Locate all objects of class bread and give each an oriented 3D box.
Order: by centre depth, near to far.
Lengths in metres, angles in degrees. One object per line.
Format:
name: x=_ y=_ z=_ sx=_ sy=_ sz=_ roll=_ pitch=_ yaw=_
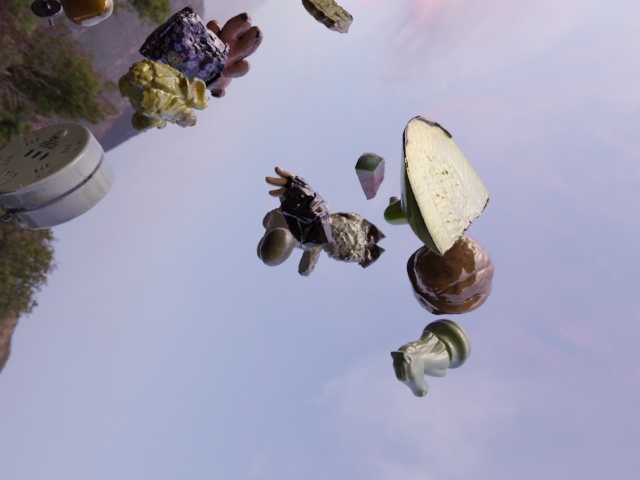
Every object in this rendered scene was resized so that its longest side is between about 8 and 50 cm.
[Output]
bread: x=0.023 y=-0.881 z=1.770 sx=0.128 sy=0.232 sz=0.088 roll=-29 pitch=157 yaw=-30

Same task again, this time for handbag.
handbag: x=-0.390 y=-0.535 z=1.333 sx=0.229 sy=0.208 sz=0.126 roll=-24 pitch=-140 yaw=27

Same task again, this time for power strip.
power strip: x=-0.828 y=-0.196 z=1.393 sx=0.358 sy=0.161 sz=0.357 roll=-7 pitch=-133 yaw=7

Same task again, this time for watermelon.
watermelon: x=0.271 y=-0.330 z=2.414 sx=0.140 sy=0.256 sz=0.193 roll=14 pitch=-132 yaw=25

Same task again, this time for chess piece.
chess piece: x=0.339 y=0.378 z=1.460 sx=0.298 sy=0.175 sz=0.176 roll=-20 pitch=-174 yaw=-41

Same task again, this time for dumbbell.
dumbbell: x=-0.658 y=-0.577 z=1.089 sx=0.147 sy=0.069 sz=0.069 roll=115 pitch=-5 yaw=-57

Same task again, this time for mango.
mango: x=-0.702 y=-0.714 z=1.378 sx=0.253 sy=0.113 sz=0.138 roll=33 pitch=-84 yaw=34
mango: x=0.394 y=-0.134 z=1.826 sx=0.293 sy=0.142 sz=0.175 roll=-16 pitch=-176 yaw=-2

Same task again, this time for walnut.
walnut: x=0.427 y=0.112 z=1.521 sx=0.285 sy=0.296 sz=0.285 roll=-1 pitch=-128 yaw=1

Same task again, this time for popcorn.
popcorn: x=-0.306 y=-0.281 z=0.877 sx=0.163 sy=0.141 sz=0.135 roll=-23 pitch=-112 yaw=14

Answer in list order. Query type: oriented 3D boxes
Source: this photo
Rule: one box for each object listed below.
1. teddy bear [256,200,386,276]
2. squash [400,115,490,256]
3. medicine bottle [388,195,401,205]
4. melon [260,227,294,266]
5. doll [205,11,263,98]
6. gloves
teddy bear: x=0.000 y=0.000 z=1.802 sx=0.375 sy=0.362 sz=0.327 roll=-24 pitch=-131 yaw=49
squash: x=0.236 y=-0.128 z=0.919 sx=0.204 sy=0.155 sz=0.237 roll=32 pitch=-131 yaw=22
medicine bottle: x=0.322 y=-0.145 z=1.989 sx=0.052 sy=0.052 sz=0.089 roll=-15 pitch=-119 yaw=46
melon: x=-0.136 y=0.022 z=1.432 sx=0.130 sy=0.098 sz=0.098 roll=-57 pitch=-152 yaw=11
doll: x=-0.302 y=-0.629 z=1.526 sx=0.303 sy=0.201 sz=0.156 roll=-26 pitch=-165 yaw=31
gloves: x=-0.052 y=-0.084 z=1.083 sx=0.124 sy=0.203 sz=0.164 roll=-23 pitch=-170 yaw=-20
